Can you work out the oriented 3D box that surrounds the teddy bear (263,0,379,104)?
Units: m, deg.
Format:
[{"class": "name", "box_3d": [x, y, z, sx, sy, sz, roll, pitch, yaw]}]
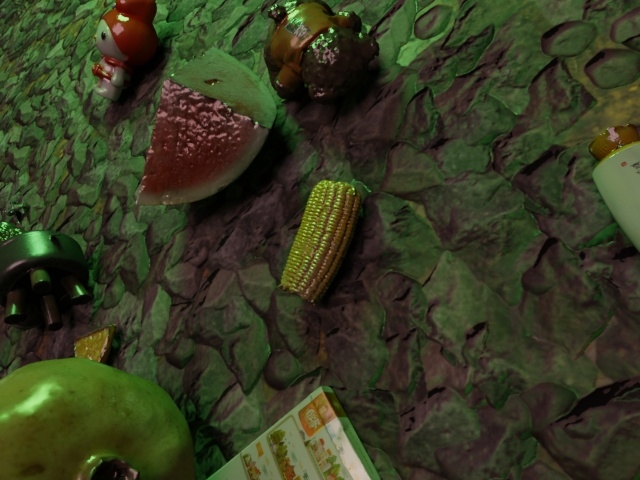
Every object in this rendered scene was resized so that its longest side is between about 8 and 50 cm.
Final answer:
[{"class": "teddy bear", "box_3d": [-0.004, -0.292, 0.713, 0.177, 0.140, 0.190, -47, 61, 2]}]

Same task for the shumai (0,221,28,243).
[{"class": "shumai", "box_3d": [-0.742, 0.058, 1.017, 0.142, 0.184, 0.184, -42, 49, 39]}]

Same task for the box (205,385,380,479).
[{"class": "box", "box_3d": [-0.047, 0.285, 0.537, 0.220, 0.032, 0.122, -42, 52, 10]}]

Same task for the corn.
[{"class": "corn", "box_3d": [0.000, 0.000, 0.615, 0.085, 0.063, 0.165, 19, 81, 27]}]

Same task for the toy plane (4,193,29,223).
[{"class": "toy plane", "box_3d": [-0.762, -0.076, 1.146, 0.083, 0.033, 0.080, -15, 76, 27]}]

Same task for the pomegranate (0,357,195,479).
[{"class": "pomegranate", "box_3d": [-0.304, 0.301, 0.515, 0.332, 0.332, 0.332, -13, 62, 27]}]

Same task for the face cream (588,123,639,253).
[{"class": "face cream", "box_3d": [0.320, -0.032, 0.437, 0.072, 0.051, 0.182, -27, 56, 24]}]

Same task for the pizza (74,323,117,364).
[{"class": "pizza", "box_3d": [-0.397, 0.190, 0.802, 0.108, 0.026, 0.123, 19, 82, 39]}]

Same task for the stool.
[{"class": "stool", "box_3d": [-0.513, 0.092, 0.860, 0.139, 0.153, 0.228, 53, 143, 33]}]

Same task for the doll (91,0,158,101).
[{"class": "doll", "box_3d": [-0.446, -0.469, 1.064, 0.161, 0.130, 0.290, 41, 108, 50]}]

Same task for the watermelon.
[{"class": "watermelon", "box_3d": [-0.193, -0.177, 0.760, 0.256, 0.176, 0.260, 42, 116, 45]}]
